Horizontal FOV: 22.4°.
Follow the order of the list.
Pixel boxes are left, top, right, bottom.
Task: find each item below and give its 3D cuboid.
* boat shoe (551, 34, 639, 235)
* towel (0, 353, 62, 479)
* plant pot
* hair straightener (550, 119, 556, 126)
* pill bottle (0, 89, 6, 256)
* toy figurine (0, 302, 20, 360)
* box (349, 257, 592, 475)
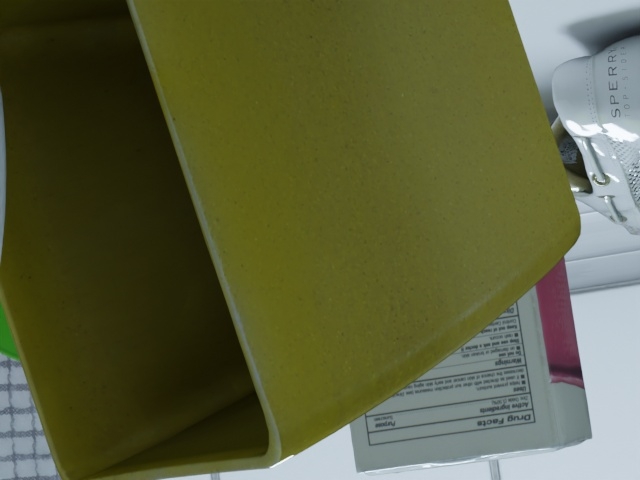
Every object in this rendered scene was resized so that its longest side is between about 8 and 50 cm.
[{"bbox_3d":[0.187,-0.062,1.016,0.096,0.098,0.277,-4,162,12],"label":"boat shoe"},{"bbox_3d":[-0.326,0.093,1.138,0.283,0.235,0.121,0,173,-40],"label":"towel"},{"bbox_3d":[-0.020,-0.032,0.673,0.187,0.212,0.212,-18,179,-30],"label":"plant pot"},{"bbox_3d":[0.278,-0.072,1.173,0.230,0.047,0.089,-14,150,-1],"label":"hair straightener"},{"bbox_3d":[-0.255,-0.021,0.578,0.264,0.153,0.153,0,170,-25],"label":"pill bottle"},{"bbox_3d":[-0.133,-0.020,1.024,0.173,0.130,0.159,-53,172,22],"label":"toy figurine"},{"bbox_3d":[0.097,0.042,1.158,0.148,0.232,0.127,-10,173,19],"label":"box"}]
